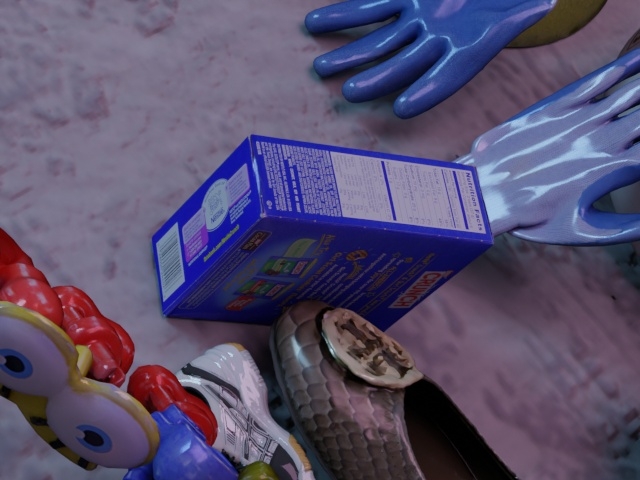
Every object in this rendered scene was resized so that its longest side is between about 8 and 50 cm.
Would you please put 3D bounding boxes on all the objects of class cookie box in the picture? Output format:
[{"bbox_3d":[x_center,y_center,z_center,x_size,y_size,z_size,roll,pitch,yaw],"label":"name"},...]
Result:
[{"bbox_3d":[0.000,0.000,0.805,0.107,0.092,0.040,7,60,-30],"label":"cookie box"}]

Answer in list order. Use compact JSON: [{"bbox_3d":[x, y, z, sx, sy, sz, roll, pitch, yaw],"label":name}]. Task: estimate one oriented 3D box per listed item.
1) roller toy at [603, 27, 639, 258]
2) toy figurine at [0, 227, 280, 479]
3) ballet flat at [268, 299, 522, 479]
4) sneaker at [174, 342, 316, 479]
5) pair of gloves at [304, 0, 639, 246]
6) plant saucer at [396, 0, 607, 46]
[{"bbox_3d":[0.237,-0.049,0.951,0.191,0.146,0.209,5,69,-32],"label":"roller toy"},{"bbox_3d":[-0.093,0.153,0.632,0.362,0.217,0.191,47,-4,-32],"label":"toy figurine"},{"bbox_3d":[0.075,0.116,0.784,0.250,0.058,0.084,51,31,4],"label":"ballet flat"},{"bbox_3d":[-0.031,0.082,0.776,0.037,0.032,0.083,-24,72,-24],"label":"sneaker"},{"bbox_3d":[0.087,-0.073,0.889,0.159,0.023,0.198,-26,62,5],"label":"pair of gloves"},{"bbox_3d":[0.065,-0.209,1.025,0.241,0.037,0.241,16,53,-23],"label":"plant saucer"}]
